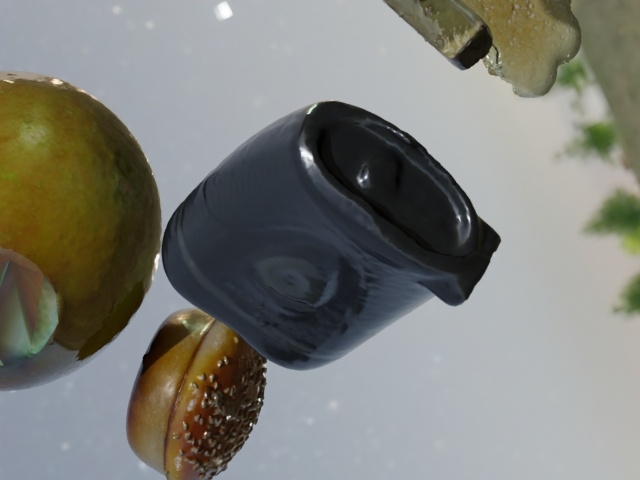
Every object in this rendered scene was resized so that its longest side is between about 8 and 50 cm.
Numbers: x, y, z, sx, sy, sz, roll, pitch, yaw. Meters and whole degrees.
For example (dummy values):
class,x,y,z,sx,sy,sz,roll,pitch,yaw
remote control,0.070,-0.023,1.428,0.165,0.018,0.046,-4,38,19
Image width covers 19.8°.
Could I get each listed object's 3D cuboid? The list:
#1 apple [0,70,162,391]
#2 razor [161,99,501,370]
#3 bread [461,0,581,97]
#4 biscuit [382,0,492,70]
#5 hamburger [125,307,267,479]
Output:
class,x,y,z,sx,sy,sz,roll,pitch,yaw
apple,-0.365,0.003,2.052,0.374,0.384,0.374,55,-158,-35
razor,0.001,-0.001,1.517,0.204,0.113,0.349,40,152,-9
bread,0.236,-0.311,2.328,0.251,0.182,0.039,44,164,-15
biscuit,0.100,-0.246,1.865,0.188,0.056,0.052,45,-173,30
hamburger,-0.142,0.178,2.149,0.237,0.147,0.237,17,-90,-87
